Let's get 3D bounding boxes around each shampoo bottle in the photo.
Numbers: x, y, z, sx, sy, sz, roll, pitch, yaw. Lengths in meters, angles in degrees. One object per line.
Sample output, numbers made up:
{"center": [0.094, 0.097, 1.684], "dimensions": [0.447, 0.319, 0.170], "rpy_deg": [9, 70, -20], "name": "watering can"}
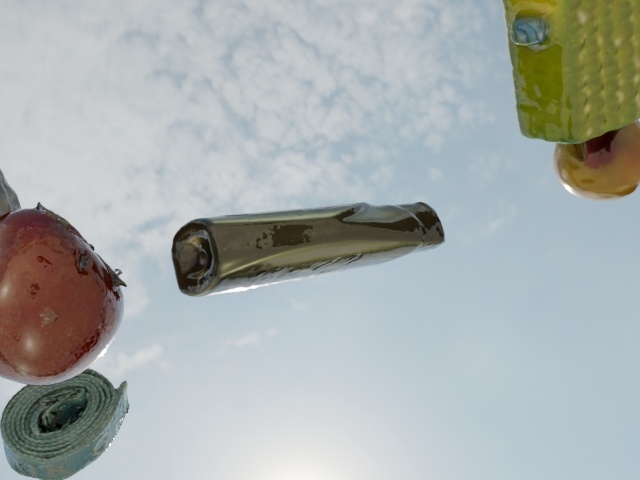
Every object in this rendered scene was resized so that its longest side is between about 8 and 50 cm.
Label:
{"center": [0.000, 0.000, 1.089], "dimensions": [0.350, 0.125, 0.084], "rpy_deg": [-8, -100, -38], "name": "shampoo bottle"}

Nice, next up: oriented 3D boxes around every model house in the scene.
{"center": [0.342, -0.286, 1.205], "dimensions": [0.303, 0.215, 0.237], "rpy_deg": [-42, -47, -32], "name": "model house"}

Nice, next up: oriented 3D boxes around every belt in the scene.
{"center": [-0.363, 0.252, 1.282], "dimensions": [0.148, 0.163, 0.082], "rpy_deg": [17, -46, 4], "name": "belt"}

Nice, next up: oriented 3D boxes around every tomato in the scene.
{"center": [-0.265, 0.057, 0.863], "dimensions": [0.167, 0.167, 0.167], "rpy_deg": [-9, -58, -15], "name": "tomato"}

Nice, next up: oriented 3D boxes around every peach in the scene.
{"center": [0.405, -0.120, 1.309], "dimensions": [0.138, 0.138, 0.138], "rpy_deg": [-9, -58, -15], "name": "peach"}

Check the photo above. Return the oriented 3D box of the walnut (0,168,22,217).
{"center": [-0.477, -0.012, 1.061], "dimensions": [0.227, 0.273, 0.273], "rpy_deg": [-41, -55, 14], "name": "walnut"}
